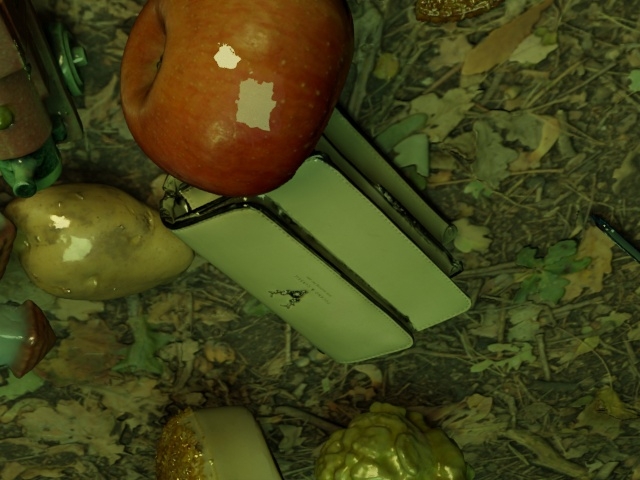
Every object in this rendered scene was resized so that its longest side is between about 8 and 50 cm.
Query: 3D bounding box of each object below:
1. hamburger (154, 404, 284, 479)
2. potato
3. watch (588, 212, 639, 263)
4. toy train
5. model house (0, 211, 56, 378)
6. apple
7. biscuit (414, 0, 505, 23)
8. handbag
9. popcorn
[{"bbox_3d":[-0.150,0.381,1.734,0.179,0.294,0.276,-16,150,-18],"label":"hamburger"},{"bbox_3d":[-0.276,0.010,1.451,0.161,0.128,0.235,-36,136,29],"label":"potato"},{"bbox_3d":[0.539,0.022,1.676,0.276,0.068,0.274,-19,135,7],"label":"watch"},{"bbox_3d":[-0.326,-0.182,1.185,0.150,0.221,0.304,-15,136,0],"label":"toy train"},{"bbox_3d":[-0.460,0.029,1.366,0.329,0.251,0.294,7,131,-25],"label":"model house"},{"bbox_3d":[-0.090,-0.174,1.224,0.206,0.251,0.272,18,152,-23],"label":"apple"},{"bbox_3d":[0.183,-0.318,1.296,0.126,0.025,0.206,5,133,-17],"label":"biscuit"},{"bbox_3d":[0.000,0.000,1.480,0.237,0.160,0.358,-26,134,24],"label":"handbag"},{"bbox_3d":[0.112,0.354,1.812,0.259,0.212,0.259,-10,134,-11],"label":"popcorn"}]
